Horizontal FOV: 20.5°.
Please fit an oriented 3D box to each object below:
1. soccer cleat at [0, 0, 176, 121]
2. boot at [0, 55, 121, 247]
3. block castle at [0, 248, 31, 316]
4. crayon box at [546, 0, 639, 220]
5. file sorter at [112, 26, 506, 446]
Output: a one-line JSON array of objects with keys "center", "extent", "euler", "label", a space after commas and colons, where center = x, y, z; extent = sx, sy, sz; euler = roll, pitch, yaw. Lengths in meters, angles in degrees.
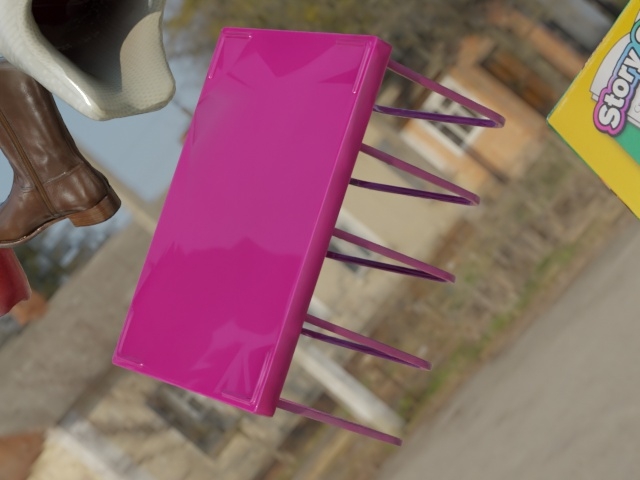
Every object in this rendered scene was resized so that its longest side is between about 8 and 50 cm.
[{"center": [-0.079, -0.196, 0.707], "extent": [0.116, 0.143, 0.331], "euler": [-19, -40, -30], "label": "soccer cleat"}, {"center": [-0.178, -0.052, 0.982], "extent": [0.106, 0.114, 0.037], "euler": [-13, 37, 25], "label": "boot"}, {"center": [-0.489, 0.041, 1.490], "extent": [0.453, 0.213, 0.303], "euler": [5, 26, 45], "label": "block castle"}, {"center": [0.241, -0.102, 0.764], "extent": [0.081, 0.165, 0.278], "euler": [-3, -44, -47], "label": "crayon box"}, {"center": [0.000, 0.000, 1.417], "extent": [0.202, 0.182, 0.291], "euler": [12, 82, 51], "label": "file sorter"}]
